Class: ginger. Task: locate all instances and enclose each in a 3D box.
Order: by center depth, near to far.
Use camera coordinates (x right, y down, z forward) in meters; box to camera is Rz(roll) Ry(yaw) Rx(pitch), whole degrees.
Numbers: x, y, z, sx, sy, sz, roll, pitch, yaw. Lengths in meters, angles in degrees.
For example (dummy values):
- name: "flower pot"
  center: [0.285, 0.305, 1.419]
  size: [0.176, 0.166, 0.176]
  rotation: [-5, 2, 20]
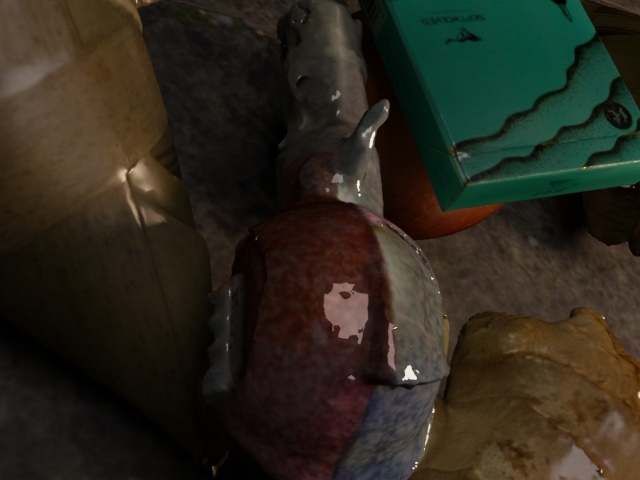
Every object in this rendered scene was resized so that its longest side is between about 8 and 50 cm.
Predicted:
- name: "ginger"
  center: [0.074, 0.164, 0.451]
  size: [0.375, 0.166, 0.236]
  rotation: [-22, 78, -44]

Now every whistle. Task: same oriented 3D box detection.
- name: "whistle"
  center: [-0.001, -0.001, 0.457]
  size: [0.134, 0.142, 0.346]
  rotation: [0, 58, -3]

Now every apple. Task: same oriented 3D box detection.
- name: "apple"
  center: [0.074, -0.100, 0.637]
  size: [0.201, 0.162, 0.201]
  rotation: [16, 52, -21]

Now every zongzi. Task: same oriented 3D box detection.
- name: "zongzi"
  center: [-0.309, -0.054, 0.385]
  size: [0.500, 0.218, 0.467]
  rotation: [-11, 78, -26]
- name: "zongzi"
  center: [0.268, -0.141, 0.817]
  size: [0.300, 0.145, 0.274]
  rotation: [32, 51, 17]

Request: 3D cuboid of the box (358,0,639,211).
- name: "box"
  center: [0.118, -0.134, 0.555]
  size: [0.161, 0.042, 0.226]
  rotation: [-10, 67, -22]
